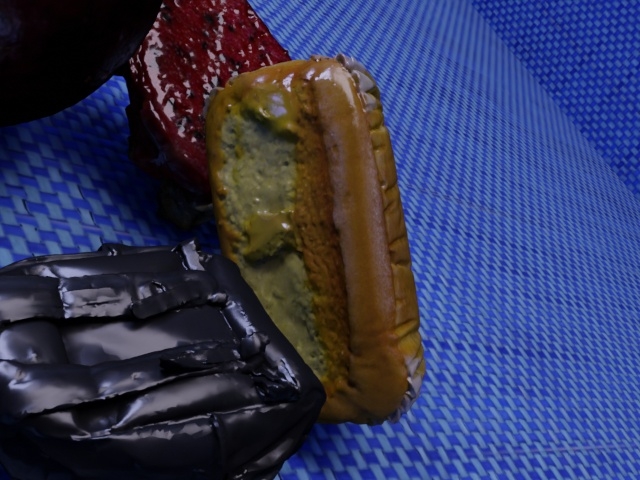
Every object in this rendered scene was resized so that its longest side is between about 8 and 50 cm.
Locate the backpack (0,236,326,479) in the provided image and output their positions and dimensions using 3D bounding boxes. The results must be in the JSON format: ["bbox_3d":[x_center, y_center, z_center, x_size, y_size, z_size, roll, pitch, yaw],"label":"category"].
[{"bbox_3d":[-0.120,0.084,0.635,0.258,0.133,0.206,2,43,-44],"label":"backpack"}]

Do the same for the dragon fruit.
[{"bbox_3d":[-0.121,-0.106,0.914,0.317,0.152,0.205,54,43,-8],"label":"dragon fruit"}]

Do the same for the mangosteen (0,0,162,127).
[{"bbox_3d":[-0.256,-0.253,0.694,0.306,0.347,0.307,8,49,-10],"label":"mangosteen"}]

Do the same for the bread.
[{"bbox_3d":[0.000,0.000,0.771,0.119,0.152,0.288,-19,101,-64],"label":"bread"}]
